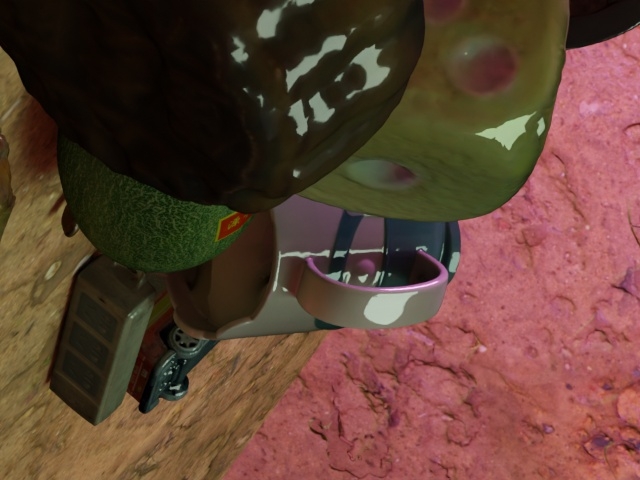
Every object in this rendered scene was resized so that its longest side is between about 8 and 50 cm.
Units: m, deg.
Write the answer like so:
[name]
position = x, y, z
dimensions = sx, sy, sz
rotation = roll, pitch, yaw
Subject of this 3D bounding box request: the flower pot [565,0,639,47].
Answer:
[flower pot]
position = 0.262, -0.345, 2.157
dimensions = 0.293, 0.293, 0.330
rotation = -53, 176, 5

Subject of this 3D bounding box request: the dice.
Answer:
[dice]
position = 0.073, -0.169, 1.745
dimensions = 0.252, 0.254, 0.250
rotation = 122, -20, -70

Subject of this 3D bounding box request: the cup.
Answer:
[cup]
position = 0.000, 0.000, 1.959
dimensions = 0.257, 0.289, 0.219
rotation = -3, 118, -34

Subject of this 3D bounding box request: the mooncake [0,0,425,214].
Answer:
[mooncake]
position = -0.082, -0.152, 1.235
dimensions = 0.161, 0.290, 0.290
rotation = -44, 167, -29

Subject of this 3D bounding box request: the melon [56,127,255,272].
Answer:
[melon]
position = -0.124, -0.081, 1.596
dimensions = 0.182, 0.182, 0.288
rotation = -48, 170, -23

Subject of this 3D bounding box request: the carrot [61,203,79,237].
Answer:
[carrot]
position = -0.174, -0.083, 1.766
dimensions = 0.191, 0.047, 0.047
rotation = -49, 170, 4

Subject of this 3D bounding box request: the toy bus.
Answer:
[toy bus]
position = -0.139, 0.063, 2.198
dimensions = 0.265, 0.120, 0.121
rotation = -45, 168, -33

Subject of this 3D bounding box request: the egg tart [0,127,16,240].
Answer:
[egg tart]
position = -0.287, 0.020, 1.354
dimensions = 0.232, 0.098, 0.252
rotation = -43, -179, -11

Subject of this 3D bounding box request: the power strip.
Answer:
[power strip]
position = -0.229, 0.105, 2.059
dimensions = 0.052, 0.078, 0.272
rotation = -44, 168, -33
